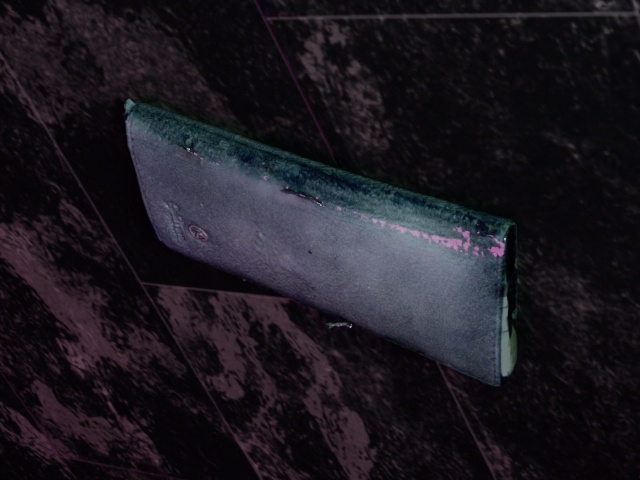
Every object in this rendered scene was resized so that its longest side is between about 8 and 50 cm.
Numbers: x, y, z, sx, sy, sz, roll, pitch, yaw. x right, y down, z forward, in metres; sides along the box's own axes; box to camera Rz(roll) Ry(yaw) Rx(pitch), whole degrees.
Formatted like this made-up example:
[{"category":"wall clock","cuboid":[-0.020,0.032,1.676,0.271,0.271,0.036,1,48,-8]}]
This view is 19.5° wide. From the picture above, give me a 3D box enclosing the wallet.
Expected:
[{"category":"wallet","cuboid":[0.000,0.000,1.622,0.379,0.046,0.190,19,142,23]}]
